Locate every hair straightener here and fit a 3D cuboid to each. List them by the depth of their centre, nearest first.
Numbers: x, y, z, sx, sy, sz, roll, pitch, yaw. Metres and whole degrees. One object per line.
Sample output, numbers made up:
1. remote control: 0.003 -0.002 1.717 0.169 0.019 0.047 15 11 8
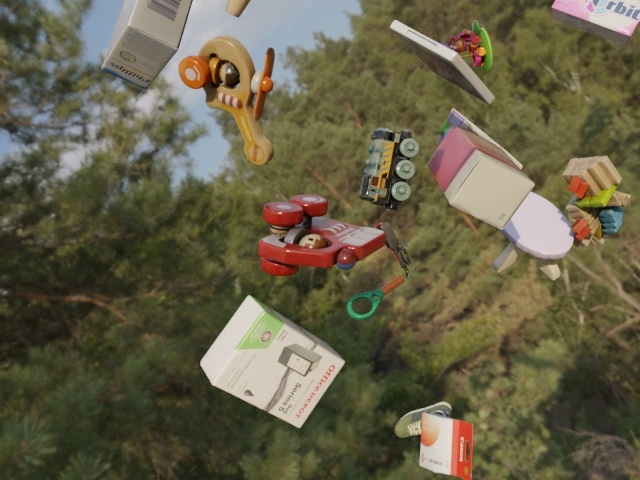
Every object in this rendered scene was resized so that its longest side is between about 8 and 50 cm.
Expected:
1. hair straightener: 0.276 0.037 2.079 0.047 0.230 0.089 -30 10 -22

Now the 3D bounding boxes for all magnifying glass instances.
1. magnifying glass: 0.190 0.189 1.973 0.231 0.092 0.026 -33 -37 -19

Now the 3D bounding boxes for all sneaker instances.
1. sneaker: 0.308 0.552 1.766 0.192 0.064 0.086 -29 1 12

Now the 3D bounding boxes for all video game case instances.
1. video game case: 0.254 -0.368 1.211 0.201 0.183 0.023 21 -71 -50

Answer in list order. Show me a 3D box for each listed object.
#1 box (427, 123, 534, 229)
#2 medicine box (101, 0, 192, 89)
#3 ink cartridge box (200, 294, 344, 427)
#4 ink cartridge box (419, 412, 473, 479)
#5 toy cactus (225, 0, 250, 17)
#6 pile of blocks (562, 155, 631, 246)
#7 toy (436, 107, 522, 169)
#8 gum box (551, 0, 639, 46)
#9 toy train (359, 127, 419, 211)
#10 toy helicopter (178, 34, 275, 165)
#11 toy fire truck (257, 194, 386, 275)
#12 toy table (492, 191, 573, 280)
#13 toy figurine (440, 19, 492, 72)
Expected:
1. box: 0.360 -0.153 1.340 0.126 0.149 0.232 -59 17 23
2. medicine box: -0.506 -0.638 1.722 0.289 0.149 0.263 -19 56 54
3. ink cartridge box: -0.108 0.287 1.373 0.198 0.273 0.115 -55 30 -3
4. ink cartridge box: 0.328 0.542 1.539 0.179 0.045 0.145 163 113 -67
5. toy cactus: -0.153 -0.578 1.269 0.180 0.219 0.112 -59 -6 23
6. pile of blocks: 0.738 -0.071 1.574 0.112 0.149 0.362 -52 -43 -16
7. toy: 0.395 -0.218 1.523 0.056 0.237 0.137 -30 -23 -27
8. gum box: 0.608 -0.516 1.273 0.107 0.188 0.062 -62 -19 7
9. toy train: 0.269 -0.284 2.311 0.142 0.190 0.333 170 111 -82
10. toy helicopter: -0.198 -0.366 1.546 0.235 0.355 0.140 -5 30 30
11. toy fire truck: 0.000 0.000 1.459 0.302 0.254 0.169 -25 -56 -58
12. toy table: 0.633 -0.015 1.766 0.252 0.274 0.160 -19 -39 -4
13. toy figurine: 0.404 -0.562 1.730 0.159 0.173 0.130 -13 -24 2
